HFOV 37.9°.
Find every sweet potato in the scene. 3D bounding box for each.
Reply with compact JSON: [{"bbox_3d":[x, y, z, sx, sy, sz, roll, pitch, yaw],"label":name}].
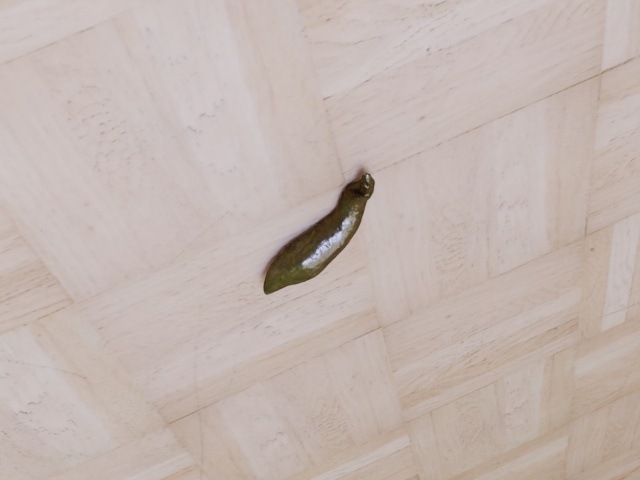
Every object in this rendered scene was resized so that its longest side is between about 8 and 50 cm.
[{"bbox_3d":[0.004,-0.001,0.823,0.153,0.038,0.041,-47,162,22],"label":"sweet potato"}]
